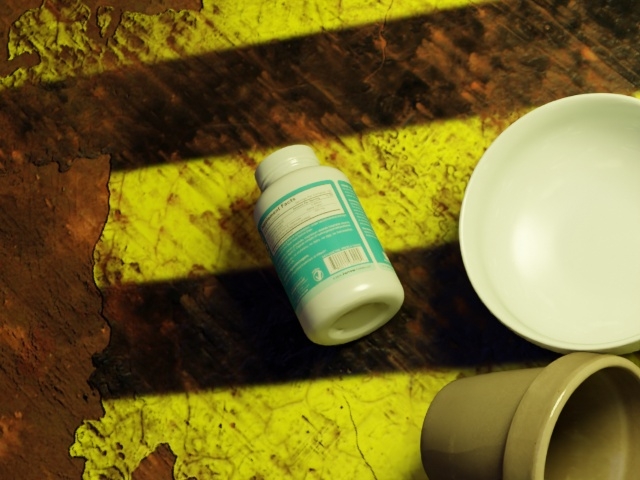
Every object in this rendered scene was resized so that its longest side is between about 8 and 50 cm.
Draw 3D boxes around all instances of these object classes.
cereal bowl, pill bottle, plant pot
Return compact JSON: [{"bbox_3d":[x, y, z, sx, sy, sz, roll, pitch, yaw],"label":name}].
[{"bbox_3d":[0.355,-0.008,1.970,0.339,0.141,0.339,-8,71,22],"label":"cereal bowl"},{"bbox_3d":[0.000,0.000,2.124,0.146,0.146,0.264,-31,64,13],"label":"pill bottle"},{"bbox_3d":[0.251,0.258,1.896,0.229,0.263,0.263,4,75,43],"label":"plant pot"}]
